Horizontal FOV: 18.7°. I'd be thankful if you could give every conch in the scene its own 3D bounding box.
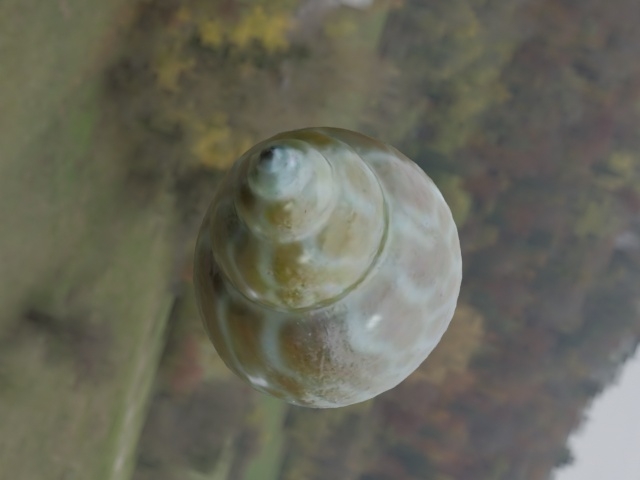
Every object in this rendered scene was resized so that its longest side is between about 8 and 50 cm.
[{"bbox_3d":[-0.004,0.012,0.794,0.173,0.106,0.116,-1,-81,64],"label":"conch"}]
